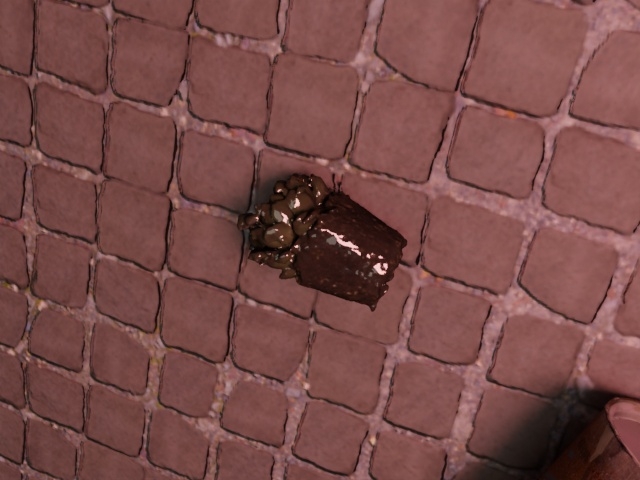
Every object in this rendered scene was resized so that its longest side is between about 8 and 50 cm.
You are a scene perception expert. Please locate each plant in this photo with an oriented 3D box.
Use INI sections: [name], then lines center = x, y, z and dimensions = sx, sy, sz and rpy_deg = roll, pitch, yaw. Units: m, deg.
[plant]
center = 0.000, 0.000, 0.632
dimensions = 0.143, 0.094, 0.092
rpy_deg = 28, 126, 4

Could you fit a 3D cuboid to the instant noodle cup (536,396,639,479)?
[instant noodle cup]
center = 0.247, 0.259, 0.575
dimensions = 0.218, 0.217, 0.207
rpy_deg = 31, 109, 7
